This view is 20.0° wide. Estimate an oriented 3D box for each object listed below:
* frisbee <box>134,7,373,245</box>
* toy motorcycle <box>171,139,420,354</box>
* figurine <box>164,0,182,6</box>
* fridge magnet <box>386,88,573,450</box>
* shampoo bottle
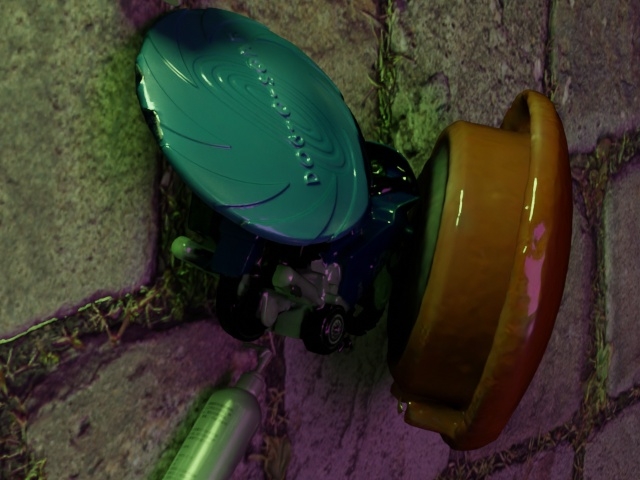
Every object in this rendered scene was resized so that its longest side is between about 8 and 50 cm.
[{"bbox_3d":[-0.046,-0.105,1.532,0.242,0.045,0.242,25,45,-28],"label":"frisbee"},{"bbox_3d":[0.000,0.000,1.687,0.331,0.125,0.196,2,101,-62],"label":"toy motorcycle"},{"bbox_3d":[-0.101,-0.261,1.502,0.098,0.081,0.146,40,60,-11],"label":"figurine"},{"bbox_3d":[0.160,0.027,1.794,0.363,0.155,0.363,-167,-90,-87],"label":"fridge magnet"},{"bbox_3d":[-0.091,0.179,1.663,0.195,0.056,0.056,-60,141,-24],"label":"shampoo bottle"}]
